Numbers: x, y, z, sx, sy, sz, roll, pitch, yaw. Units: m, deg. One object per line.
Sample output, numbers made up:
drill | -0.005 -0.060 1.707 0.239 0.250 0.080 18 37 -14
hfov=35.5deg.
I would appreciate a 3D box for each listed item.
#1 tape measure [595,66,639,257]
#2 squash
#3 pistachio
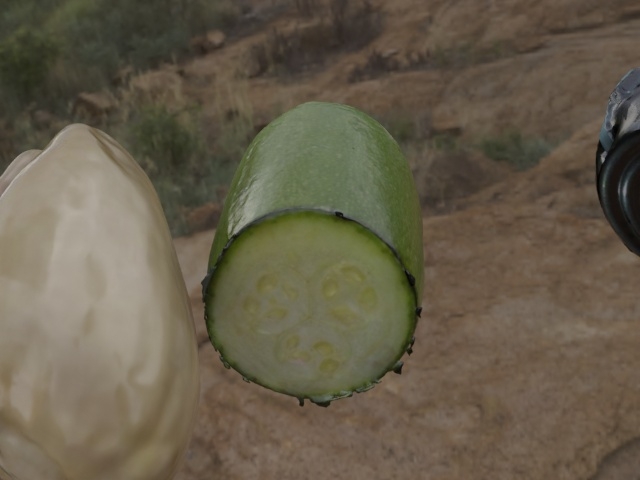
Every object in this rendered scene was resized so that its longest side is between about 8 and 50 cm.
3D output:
tape measure | 0.137 -0.026 0.327 0.091 0.094 0.054 39 56 1
squash | 0.000 0.000 0.893 0.189 0.189 0.260 -7 23 5
pistachio | -0.189 0.062 0.791 0.214 0.318 0.193 13 -25 -42
